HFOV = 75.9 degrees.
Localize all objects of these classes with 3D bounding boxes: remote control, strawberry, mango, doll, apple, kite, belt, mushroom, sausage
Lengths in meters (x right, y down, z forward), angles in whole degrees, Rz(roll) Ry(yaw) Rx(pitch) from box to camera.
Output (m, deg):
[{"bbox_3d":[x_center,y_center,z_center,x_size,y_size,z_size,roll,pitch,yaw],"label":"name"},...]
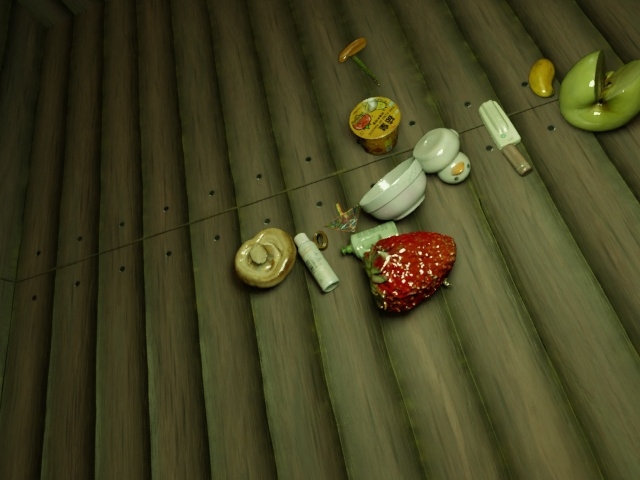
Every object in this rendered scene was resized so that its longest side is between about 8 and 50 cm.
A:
[{"bbox_3d":[0.742,-0.487,1.712,0.090,0.049,0.230,-22,65,9],"label":"remote control"},{"bbox_3d":[0.334,0.107,1.480,0.344,0.292,0.291,-8,65,-3],"label":"strawberry"},{"bbox_3d":[0.933,-0.685,1.729,0.098,0.075,0.190,-2,74,24],"label":"mango"},{"bbox_3d":[0.498,-0.330,1.655,0.221,0.221,0.251,-31,29,2],"label":"doll"},{"bbox_3d":[1.050,-0.558,1.526,0.292,0.291,0.254,20,52,22],"label":"apple"},{"bbox_3d":[0.103,-0.096,1.753,0.190,0.010,0.159,-34,63,-1],"label":"kite"},{"bbox_3d":[0.000,0.000,1.727,0.059,0.036,0.083,-15,65,11],"label":"belt"},{"bbox_3d":[-0.229,0.072,1.703,0.279,0.146,0.278,-9,58,14],"label":"mushroom"},{"bbox_3d":[0.161,-0.970,2.081,0.183,0.054,0.062,-34,35,3],"label":"sausage"}]

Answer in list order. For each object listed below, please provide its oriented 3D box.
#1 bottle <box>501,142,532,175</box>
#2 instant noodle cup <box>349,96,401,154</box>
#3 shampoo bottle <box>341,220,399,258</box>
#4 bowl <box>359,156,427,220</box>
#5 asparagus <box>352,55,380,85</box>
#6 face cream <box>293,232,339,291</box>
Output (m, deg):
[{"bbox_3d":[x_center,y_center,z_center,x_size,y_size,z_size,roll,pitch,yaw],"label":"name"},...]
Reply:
[{"bbox_3d":[0.779,-0.322,1.629,0.053,0.053,0.140,-26,63,4],"label":"bottle"},{"bbox_3d":[0.246,-0.485,1.784,0.216,0.172,0.215,-6,67,13],"label":"instant noodle cup"},{"bbox_3d":[0.196,0.007,1.637,0.234,0.087,0.118,-20,46,8],"label":"shampoo bottle"},{"bbox_3d":[0.303,-0.182,1.611,0.287,0.287,0.143,-43,100,-5],"label":"bowl"},{"bbox_3d":[0.229,-0.837,2.022,0.248,0.024,0.025,57,134,27],"label":"asparagus"},{"bbox_3d":[-0.024,0.083,1.669,0.082,0.082,0.269,-35,66,0],"label":"face cream"}]
